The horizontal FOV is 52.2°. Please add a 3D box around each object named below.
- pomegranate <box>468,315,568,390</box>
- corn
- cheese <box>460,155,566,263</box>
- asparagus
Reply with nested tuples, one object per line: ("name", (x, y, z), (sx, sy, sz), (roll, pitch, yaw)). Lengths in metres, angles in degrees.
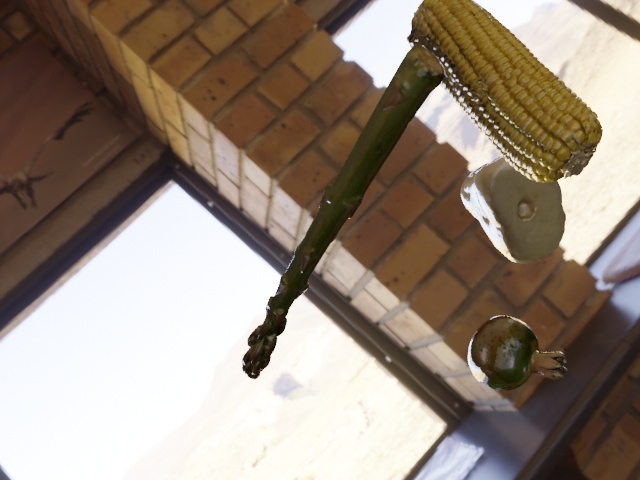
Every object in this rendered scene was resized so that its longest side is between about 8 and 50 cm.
("pomegranate", (0.290, 0.172, 0.965), (0.114, 0.142, 0.114), (-21, -63, -51))
("corn", (0.142, -0.129, 0.527), (0.072, 0.203, 0.072), (-27, -25, -14))
("cheese", (0.429, -0.076, 1.453), (0.174, 0.247, 0.251), (-30, 5, -6))
("asparagus", (0.000, 0.000, 0.382), (0.248, 0.024, 0.025), (-60, -6, 33))
